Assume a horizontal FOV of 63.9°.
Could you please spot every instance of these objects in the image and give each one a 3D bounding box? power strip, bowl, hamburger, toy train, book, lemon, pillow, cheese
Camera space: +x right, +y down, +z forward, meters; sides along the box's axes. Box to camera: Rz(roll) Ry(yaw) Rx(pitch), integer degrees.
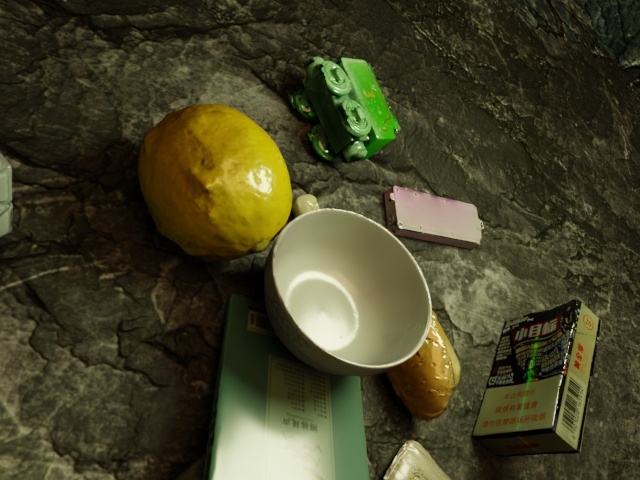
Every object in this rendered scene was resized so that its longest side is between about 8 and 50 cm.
[{"bbox_3d":[0.267,-0.051,1.195,0.279,0.037,0.109,9,65,-28],"label":"power strip"},{"bbox_3d":[0.027,0.100,0.861,0.287,0.144,0.286,17,51,-22],"label":"bowl"},{"bbox_3d":[0.177,0.204,0.969,0.124,0.131,0.261,-18,74,-36],"label":"hamburger"},{"bbox_3d":[0.056,-0.285,1.122,0.188,0.132,0.243,-12,75,-43],"label":"toy train"},{"bbox_3d":[-0.040,0.269,0.791,0.264,0.031,0.379,23,38,-21],"label":"book"},{"bbox_3d":[-0.170,-0.095,0.831,0.234,0.233,0.288,-30,75,-37],"label":"lemon"},{"bbox_3d":[0.211,0.473,0.923,0.232,0.038,0.130,47,50,-2],"label":"pillow"},{"bbox_3d":[0.000,0.000,1.006,0.065,0.043,0.193,-15,76,-34],"label":"cheese"}]

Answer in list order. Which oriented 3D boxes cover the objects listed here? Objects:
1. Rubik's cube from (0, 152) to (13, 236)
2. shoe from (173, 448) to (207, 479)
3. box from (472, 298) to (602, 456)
[{"bbox_3d":[-0.527,-0.076,0.617,0.205,0.207,0.205,52,51,-2],"label":"Rubik's cube"},{"bbox_3d":[-0.144,0.317,0.763,0.195,0.074,0.077,-16,66,-38],"label":"shoe"},{"bbox_3d":[0.448,0.282,1.054,0.084,0.198,0.310,40,54,-10],"label":"box"}]
